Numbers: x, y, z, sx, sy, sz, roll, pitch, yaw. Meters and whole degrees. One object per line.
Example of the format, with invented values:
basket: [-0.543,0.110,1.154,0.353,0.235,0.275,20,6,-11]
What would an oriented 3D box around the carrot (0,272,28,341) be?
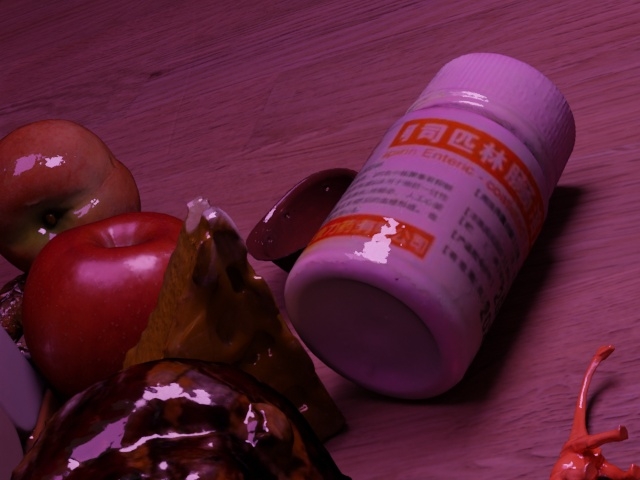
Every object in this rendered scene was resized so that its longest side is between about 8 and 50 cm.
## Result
carrot: [-0.484,0.141,1.783,0.069,0.069,0.229,-9,38,31]

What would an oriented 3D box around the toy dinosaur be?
toy dinosaur: [0.244,0.200,1.096,0.101,0.055,0.280,-28,23,52]

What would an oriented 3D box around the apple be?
apple: [-0.235,0.085,1.474,0.260,0.217,0.260,-3,27,1]

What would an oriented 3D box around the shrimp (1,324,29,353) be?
shrimp: [-0.491,0.156,1.705,0.235,0.053,0.133,-9,28,-7]

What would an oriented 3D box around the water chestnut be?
water chestnut: [-0.151,0.284,1.078,0.347,0.335,0.335,-31,27,28]

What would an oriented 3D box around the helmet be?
helmet: [0.000,0.000,1.548,0.175,0.106,0.155,-34,29,-4]

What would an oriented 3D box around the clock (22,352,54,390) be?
clock: [-0.439,0.205,1.561,0.236,0.236,0.053,-23,75,11]

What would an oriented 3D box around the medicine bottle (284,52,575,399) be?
medicine bottle: [0.137,-0.026,1.365,0.219,0.219,0.388,-1,39,38]

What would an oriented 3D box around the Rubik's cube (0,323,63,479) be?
Rubik's cube: [-0.498,0.278,1.316,0.346,0.344,0.347,-20,33,11]

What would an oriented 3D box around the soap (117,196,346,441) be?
soap: [-0.186,0.161,1.270,0.338,0.304,0.169,-34,27,-9]

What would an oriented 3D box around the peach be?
peach: [-0.404,-0.064,1.844,0.252,0.252,0.252,-21,31,14]
